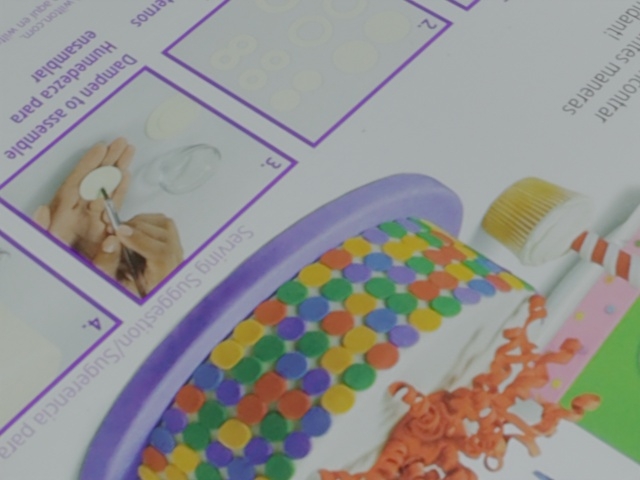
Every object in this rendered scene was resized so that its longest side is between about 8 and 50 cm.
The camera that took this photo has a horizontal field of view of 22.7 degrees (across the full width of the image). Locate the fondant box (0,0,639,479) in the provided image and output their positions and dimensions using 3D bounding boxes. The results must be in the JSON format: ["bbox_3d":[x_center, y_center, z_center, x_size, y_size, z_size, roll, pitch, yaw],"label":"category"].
[{"bbox_3d":[0.014,0.018,0.389,0.238,0.330,0.096,-43,149,-24],"label":"fondant box"}]
